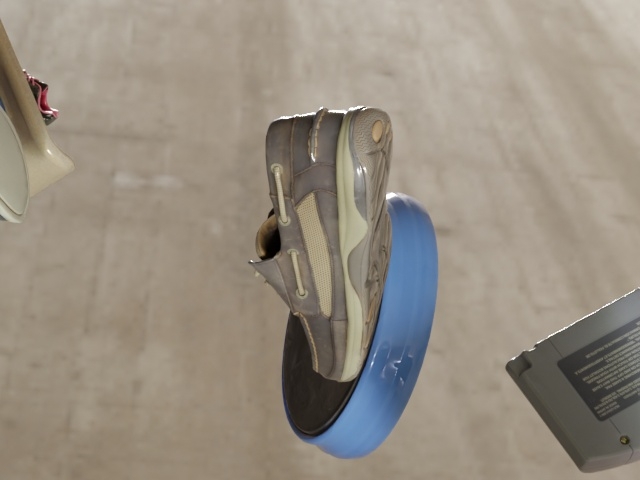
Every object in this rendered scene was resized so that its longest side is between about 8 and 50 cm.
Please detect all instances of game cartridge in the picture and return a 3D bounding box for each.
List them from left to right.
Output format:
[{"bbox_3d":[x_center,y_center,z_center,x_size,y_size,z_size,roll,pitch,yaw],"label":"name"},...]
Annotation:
[{"bbox_3d":[0.413,0.174,2.003,0.198,0.297,0.062,57,-22,20],"label":"game cartridge"}]

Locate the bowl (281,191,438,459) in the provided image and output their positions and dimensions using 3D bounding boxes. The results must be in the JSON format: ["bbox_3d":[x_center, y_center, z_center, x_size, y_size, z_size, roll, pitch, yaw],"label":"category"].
[{"bbox_3d":[0.046,0.115,2.209,0.391,0.077,0.391,-165,-90,-70],"label":"bowl"}]

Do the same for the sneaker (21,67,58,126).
[{"bbox_3d":[-0.366,-0.191,1.921,0.119,0.057,0.047,63,22,-8],"label":"sneaker"}]

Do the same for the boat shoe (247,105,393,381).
[{"bbox_3d":[0.000,0.000,1.568,0.132,0.130,0.355,-69,166,-46],"label":"boat shoe"}]

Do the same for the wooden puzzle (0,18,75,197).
[{"bbox_3d":[-0.431,-0.184,1.686,0.322,0.080,0.347,-22,-84,54],"label":"wooden puzzle"}]

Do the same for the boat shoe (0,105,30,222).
[{"bbox_3d":[-0.337,-0.097,1.358,0.254,0.079,0.095,59,24,-54],"label":"boat shoe"}]
